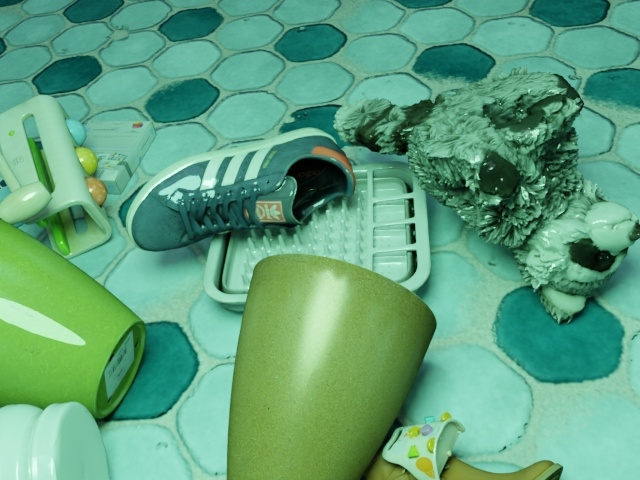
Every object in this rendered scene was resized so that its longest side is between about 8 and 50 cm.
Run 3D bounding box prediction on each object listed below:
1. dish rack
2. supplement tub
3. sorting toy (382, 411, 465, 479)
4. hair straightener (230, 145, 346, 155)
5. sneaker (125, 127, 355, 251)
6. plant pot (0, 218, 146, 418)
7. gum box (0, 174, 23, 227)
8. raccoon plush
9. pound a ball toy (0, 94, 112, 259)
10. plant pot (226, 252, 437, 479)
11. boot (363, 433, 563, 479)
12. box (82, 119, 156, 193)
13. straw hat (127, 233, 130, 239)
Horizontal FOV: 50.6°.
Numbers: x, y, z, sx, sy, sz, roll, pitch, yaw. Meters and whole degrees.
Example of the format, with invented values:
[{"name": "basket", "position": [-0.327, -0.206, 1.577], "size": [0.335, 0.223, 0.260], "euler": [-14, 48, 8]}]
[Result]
[{"name": "dish rack", "position": [0.000, 0.000, 1.053], "size": [0.332, 0.072, 0.286], "euler": [-3, 46, 8]}, {"name": "supplement tub", "position": [-0.394, 0.293, 0.751], "size": [0.272, 0.191, 0.191], "euler": [-13, 44, -2]}, {"name": "sorting toy", "position": [0.109, 0.226, 0.757], "size": [0.075, 0.045, 0.083], "euler": [-13, 22, 38]}, {"name": "hair straightener", "position": [-0.071, -0.139, 1.221], "size": [0.230, 0.047, 0.089], "euler": [12, 49, 22]}, {"name": "sneaker", "position": [-0.108, -0.059, 0.993], "size": [0.349, 0.131, 0.148], "euler": [-25, 41, -13]}, {"name": "plant pot", "position": [-0.397, 0.122, 0.901], "size": [0.293, 0.275, 0.275], "euler": [19, 50, 7]}, {"name": "gum box", "position": [-0.634, -0.065, 1.263], "size": [0.157, 0.041, 0.184], "euler": [-36, 51, -23]}, {"name": "raccoon plush", "position": [0.246, -0.078, 0.992], "size": [0.216, 0.299, 0.446], "euler": [-38, 33, -13]}, {"name": "pound a ball toy", "position": [-0.450, -0.122, 1.134], "size": [0.135, 0.208, 0.319], "euler": [-27, 56, -6]}, {"name": "plant pot", "position": [-0.008, 0.182, 0.785], "size": [0.237, 0.237, 0.255], "euler": [9, 62, 19]}, {"name": "boot", "position": [0.157, 0.264, 0.762], "size": [0.197, 0.073, 0.152], "euler": [-23, 39, -20]}, {"name": "box", "position": [-0.424, -0.167, 1.326], "size": [0.145, 0.038, 0.186], "euler": [3, 47, 13]}, {"name": "straw hat", "position": [-0.275, -0.057, 1.170], "size": [0.144, 0.061, 0.145], "euler": [-6, 44, 6]}]
